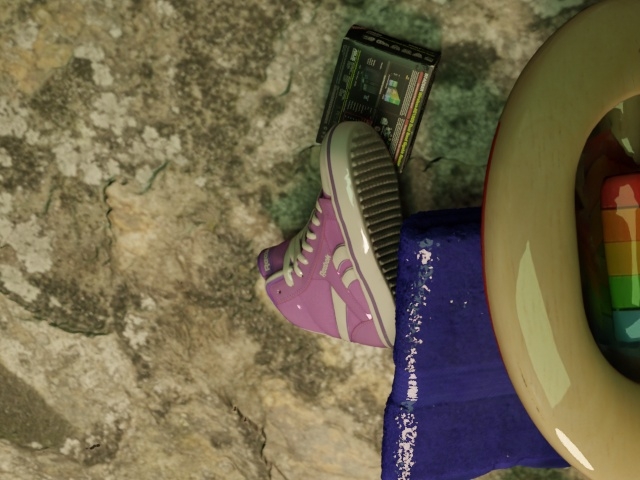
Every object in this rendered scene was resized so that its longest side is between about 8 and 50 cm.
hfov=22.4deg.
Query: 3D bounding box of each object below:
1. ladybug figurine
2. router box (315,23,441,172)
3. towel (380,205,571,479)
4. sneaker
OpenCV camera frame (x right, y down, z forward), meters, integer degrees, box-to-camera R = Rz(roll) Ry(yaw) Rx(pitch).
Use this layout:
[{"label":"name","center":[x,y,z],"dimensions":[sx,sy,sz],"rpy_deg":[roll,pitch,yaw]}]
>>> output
[{"label":"ladybug figurine","center":[0.268,0.010,1.437],"dimensions":[0.305,0.162,0.449],"rpy_deg":[-3,93,-23]},{"label":"router box","center":[0.055,-0.137,1.560],"dimensions":[0.092,0.038,0.122],"rpy_deg":[21,122,7]},{"label":"towel","center":[0.171,0.099,1.601],"dimensions":[0.227,0.076,0.308],"rpy_deg":[-7,121,-17]},{"label":"sneaker","center":[0.000,0.001,1.594],"dimensions":[0.161,0.102,0.282],"rpy_deg":[5,133,21]}]
